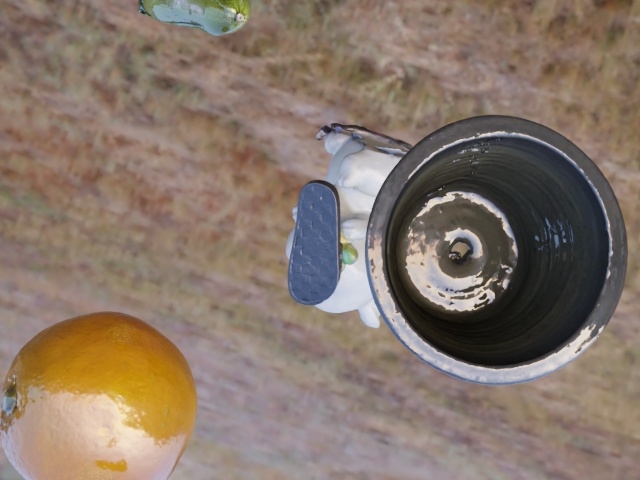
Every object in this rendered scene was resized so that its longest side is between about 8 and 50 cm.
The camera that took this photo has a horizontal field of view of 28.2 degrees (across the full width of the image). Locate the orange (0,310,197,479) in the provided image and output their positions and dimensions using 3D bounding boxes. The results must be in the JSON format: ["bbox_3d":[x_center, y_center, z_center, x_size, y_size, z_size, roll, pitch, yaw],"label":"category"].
[{"bbox_3d":[-0.340,0.260,1.947,0.312,0.312,0.312,18,169,4],"label":"orange"}]

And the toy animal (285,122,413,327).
[{"bbox_3d":[0.052,-0.013,1.961,0.182,0.310,0.247,22,-163,36],"label":"toy animal"}]

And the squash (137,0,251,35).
[{"bbox_3d":[-0.204,-0.373,1.960,0.094,0.095,0.341,26,178,-35],"label":"squash"}]

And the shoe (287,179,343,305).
[{"bbox_3d":[0.000,0.000,1.692,0.071,0.179,0.049,11,-156,15],"label":"shoe"}]

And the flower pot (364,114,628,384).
[{"bbox_3d":[0.145,0.010,1.165,0.235,0.235,0.148,20,176,-7],"label":"flower pot"}]
